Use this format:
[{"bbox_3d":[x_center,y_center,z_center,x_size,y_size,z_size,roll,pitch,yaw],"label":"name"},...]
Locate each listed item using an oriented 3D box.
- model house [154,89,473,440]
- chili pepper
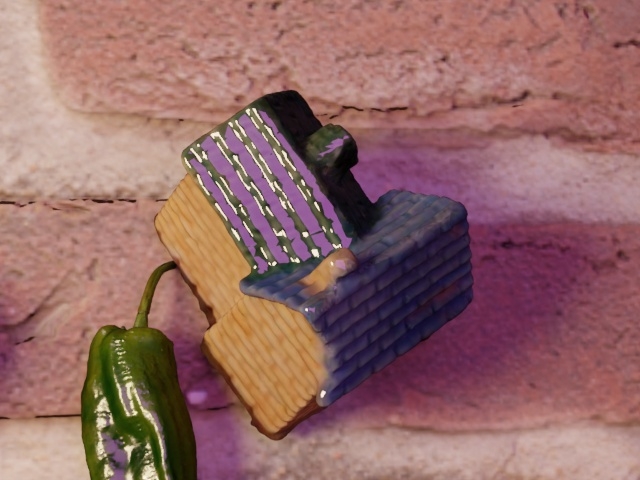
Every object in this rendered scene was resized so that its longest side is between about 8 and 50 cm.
[{"bbox_3d":[0.000,0.000,1.054,0.166,0.172,0.183,-34,83,-25],"label":"model house"},{"bbox_3d":[-0.120,0.108,1.061,0.072,0.073,0.204,-9,75,-1],"label":"chili pepper"}]
